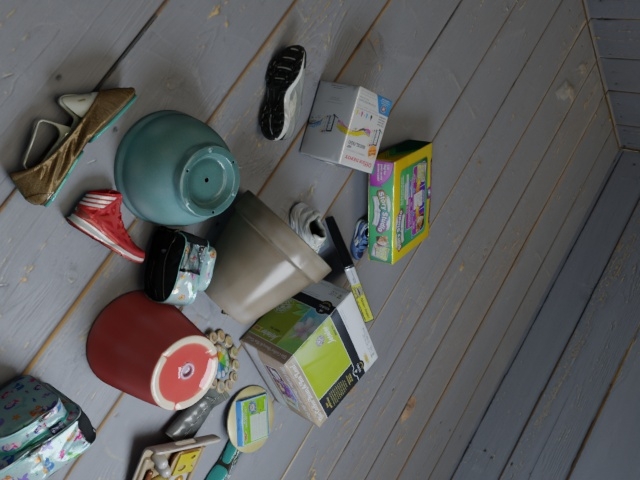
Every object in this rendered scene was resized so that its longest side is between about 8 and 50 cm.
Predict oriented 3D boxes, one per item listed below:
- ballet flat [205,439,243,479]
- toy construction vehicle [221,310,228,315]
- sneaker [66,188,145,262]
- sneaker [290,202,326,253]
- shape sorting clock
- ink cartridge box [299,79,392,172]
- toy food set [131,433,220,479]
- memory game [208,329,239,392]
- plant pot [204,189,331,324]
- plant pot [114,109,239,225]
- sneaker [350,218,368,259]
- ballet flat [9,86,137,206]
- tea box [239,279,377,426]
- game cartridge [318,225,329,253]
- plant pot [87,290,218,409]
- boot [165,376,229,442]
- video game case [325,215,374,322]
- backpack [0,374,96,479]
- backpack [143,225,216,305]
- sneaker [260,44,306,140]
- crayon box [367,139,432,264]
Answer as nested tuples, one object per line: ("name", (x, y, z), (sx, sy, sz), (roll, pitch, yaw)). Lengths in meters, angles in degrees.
("ballet flat", (-0.295, 0.715, 2.063), (0.188, 0.070, 0.070), (-57, 137, -12))
("toy construction vehicle", (-0.238, 0.191, 1.946), (0.098, 0.035, 0.086), (21, 89, -49))
("sneaker", (-0.481, -0.041, 1.562), (0.221, 0.087, 0.128), (42, 75, -48))
("sneaker", (-0.032, 0.003, 2.035), (0.090, 0.115, 0.232), (-28, 124, -37))
("shape sorting clock", (-0.223, 0.568, 2.080), (0.206, 0.040, 0.206), (7, 82, -55))
("ink cartridge box", (0.078, -0.342, 1.982), (0.171, 0.168, 0.232), (10, 98, -49))
("toy food set", (-0.422, 0.691, 1.854), (0.220, 0.092, 0.306), (4, 118, -47))
("memory game", (-0.290, 0.351, 1.900), (0.186, 0.012, 0.186), (37, 46, -53))
("plant pot", (-0.177, 0.069, 1.799), (0.280, 0.323, 0.323), (-47, 136, -1))
("plant pot", (-0.323, -0.162, 1.601), (0.293, 0.196, 0.293), (-19, 117, -42))
("sneaker", (0.146, 0.001, 2.268), (0.053, 0.059, 0.144), (-6, 110, -48))
("ballet flat", (-0.546, -0.235, 1.420), (0.124, 0.116, 0.342), (41, 77, -26))
("tea box", (-0.027, 0.349, 2.093), (0.323, 0.220, 0.329), (-45, 132, -27))
("game cartridge", (0.000, 0.000, 2.144), (0.056, 0.017, 0.083), (-36, 128, -28))
("plant pot", (-0.406, 0.289, 1.648), (0.275, 0.243, 0.275), (-20, 118, -42))
("boot", (-0.373, 0.481, 1.895), (0.208, 0.076, 0.189), (-41, 129, -21))
("video game case", (0.093, 0.090, 2.108), (0.035, 0.275, 0.248), (-21, 127, 1))
("backpack", (-0.662, 0.439, 1.443), (0.253, 0.225, 0.191), (-43, 130, -31))
("backpack", (-0.364, 0.074, 1.665), (0.144, 0.166, 0.188), (26, 80, -46))
("sneaker", (-0.094, -0.413, 1.839), (0.108, 0.100, 0.271), (-4, 111, -61))
("crayon box", (0.279, -0.140, 2.278), (0.313, 0.106, 0.363), (-31, 126, -51))
